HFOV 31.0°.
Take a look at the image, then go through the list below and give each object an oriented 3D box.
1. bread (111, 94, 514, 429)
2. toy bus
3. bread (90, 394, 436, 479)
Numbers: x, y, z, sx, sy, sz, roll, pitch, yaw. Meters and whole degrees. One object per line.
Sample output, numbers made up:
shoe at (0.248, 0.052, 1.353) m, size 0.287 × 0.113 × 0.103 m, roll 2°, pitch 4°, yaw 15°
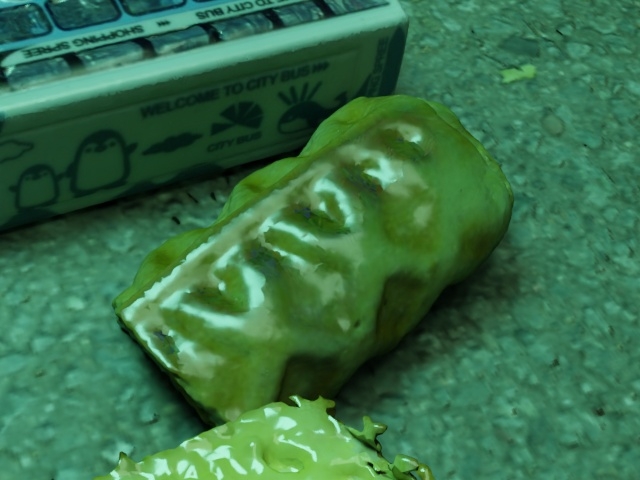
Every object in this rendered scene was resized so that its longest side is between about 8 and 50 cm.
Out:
bread at (0.000, 0.000, 0.592) m, size 0.128 × 0.088 × 0.232 m, roll 34°, pitch 55°, yaw 30°
toy bus at (-0.101, -0.103, 0.652) m, size 0.297 × 0.106 × 0.131 m, roll -17°, pitch 55°, yaw -23°
bread at (0.005, 0.189, 0.376) m, size 0.160 × 0.147 × 0.260 m, roll -21°, pitch 48°, yaw -17°
